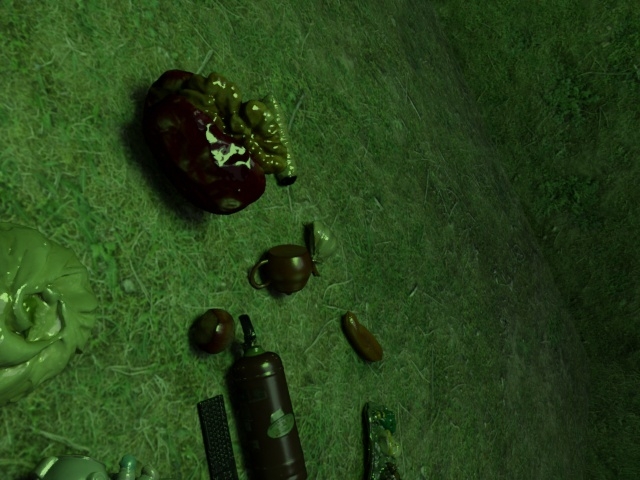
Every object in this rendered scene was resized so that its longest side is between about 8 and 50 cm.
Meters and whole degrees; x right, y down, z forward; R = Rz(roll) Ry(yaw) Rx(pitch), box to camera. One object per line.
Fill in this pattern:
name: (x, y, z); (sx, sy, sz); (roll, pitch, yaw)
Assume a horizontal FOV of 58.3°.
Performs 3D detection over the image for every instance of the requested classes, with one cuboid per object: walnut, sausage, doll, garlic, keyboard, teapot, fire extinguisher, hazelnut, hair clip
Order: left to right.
doll: (-0.290, 0.392, 0.828); (0.287, 0.151, 0.150); (41, 47, -33)
walnut: (-0.202, -0.193, 1.068); (0.269, 0.244, 0.221); (45, 45, -29)
hazelnut: (-0.198, 0.171, 1.083); (0.086, 0.087, 0.086); (24, 59, -48)
keyboard: (-0.186, 0.396, 1.070); (0.061, 0.013, 0.204); (-5, 82, -54)
fire extinguisher: (-0.110, 0.308, 1.111); (0.138, 0.102, 0.343); (123, -46, -87)
teapot: (-0.076, 0.072, 1.273); (0.173, 0.116, 0.116); (-10, 85, -28)
garlic: (0.003, 0.003, 1.423); (0.113, 0.074, 0.094); (58, 26, -47)
sausage: (0.108, 0.255, 1.490); (0.183, 0.054, 0.062); (52, 9, -26)
hair clip: (0.160, 0.563, 1.413); (0.138, 0.091, 0.321); (36, 52, -45)

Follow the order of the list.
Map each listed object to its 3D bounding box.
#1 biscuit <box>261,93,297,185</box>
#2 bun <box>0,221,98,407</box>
biscuit: (-0.097, -0.242, 1.387); (0.055, 0.061, 0.219); (-13, 85, -10)
bun: (-0.416, 0.090, 0.748); (0.259, 0.160, 0.259); (23, 59, -45)
